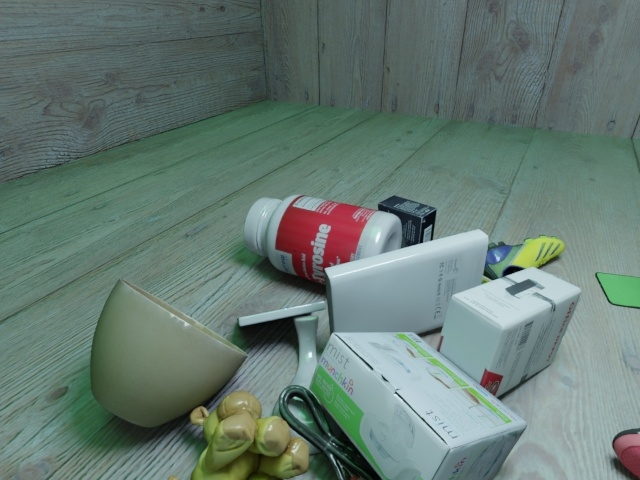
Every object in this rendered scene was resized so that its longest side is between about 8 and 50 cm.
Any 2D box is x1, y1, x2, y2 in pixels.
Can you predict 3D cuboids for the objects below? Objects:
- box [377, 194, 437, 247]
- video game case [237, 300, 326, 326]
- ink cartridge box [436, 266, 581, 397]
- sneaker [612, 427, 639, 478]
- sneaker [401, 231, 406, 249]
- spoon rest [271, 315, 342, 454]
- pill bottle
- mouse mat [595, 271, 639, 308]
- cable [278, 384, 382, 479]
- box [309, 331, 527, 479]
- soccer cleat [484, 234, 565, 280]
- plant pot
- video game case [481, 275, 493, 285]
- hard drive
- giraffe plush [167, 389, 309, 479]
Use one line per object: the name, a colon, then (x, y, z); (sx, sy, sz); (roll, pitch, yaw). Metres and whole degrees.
box: (0.261, -0.039, 1.280); (0.158, 0.156, 0.093); (23, 37, 36)
video game case: (-0.097, 0.170, 0.963); (0.190, 0.022, 0.173); (-9, -8, -14)
ink cartridge box: (0.368, 0.183, 0.822); (0.272, 0.197, 0.114); (-11, 30, -32)
sneaker: (0.569, 0.391, 0.569); (0.136, 0.116, 0.314); (-24, 37, -32)
sneaker: (0.139, -0.013, 1.269); (0.286, 0.130, 0.109); (15, 36, 27)
spoon rest: (-0.025, 0.285, 0.829); (0.137, 0.084, 0.276); (-2, 43, 1)
pill bottle: (0.000, 0.000, 1.150); (0.407, 0.229, 0.229); (14, 33, 25)
mouse mat: (0.855, 0.139, 1.104); (0.189, 0.007, 0.153); (7, 31, 15)
cable: (0.035, 0.358, 0.678); (0.287, 0.072, 0.139); (21, 50, 25)
box: (0.154, 0.271, 0.690); (0.231, 0.127, 0.262); (10, 18, -41)
soccer cleat: (0.594, 0.058, 1.200); (0.289, 0.093, 0.121); (-7, 61, -19)
plant pot: (-0.308, 0.226, 0.778); (0.284, 0.284, 0.191); (21, 72, 34)
video game case: (0.362, 0.133, 1.114); (0.212, 0.023, 0.193); (-19, 34, -29)
hard drive: (0.188, 0.119, 0.906); (0.353, 0.233, 0.047); (-14, 34, -12)
giraffe plush: (-0.138, 0.331, 0.687); (0.210, 0.181, 0.170); (-38, 22, 4)
